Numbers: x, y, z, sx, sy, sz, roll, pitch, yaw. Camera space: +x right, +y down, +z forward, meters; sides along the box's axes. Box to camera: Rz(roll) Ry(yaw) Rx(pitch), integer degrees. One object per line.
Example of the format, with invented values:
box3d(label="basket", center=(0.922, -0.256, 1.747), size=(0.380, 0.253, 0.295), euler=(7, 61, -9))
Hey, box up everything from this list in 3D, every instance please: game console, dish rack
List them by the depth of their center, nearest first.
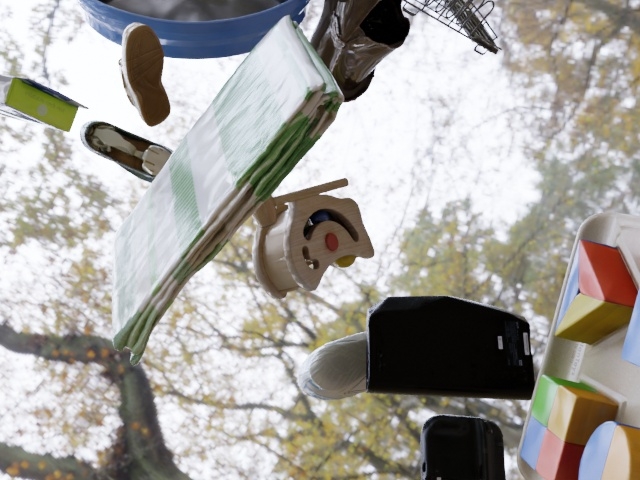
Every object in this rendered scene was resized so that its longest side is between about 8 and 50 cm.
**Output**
box3d(label="game console", center=(0.160, 0.235, 1.124), size=(0.044, 0.213, 0.361), euler=(96, 177, -60))
box3d(label="dish rack", center=(0.140, -0.351, 1.178), size=(0.272, 0.208, 0.074), euler=(16, -51, -44))

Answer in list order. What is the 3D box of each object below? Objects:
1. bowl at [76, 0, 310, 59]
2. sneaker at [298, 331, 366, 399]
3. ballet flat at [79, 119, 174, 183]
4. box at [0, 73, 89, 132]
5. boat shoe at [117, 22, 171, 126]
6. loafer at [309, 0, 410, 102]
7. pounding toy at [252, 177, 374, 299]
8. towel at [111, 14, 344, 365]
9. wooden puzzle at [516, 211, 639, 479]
box3d(label="bowl", center=(-0.198, -0.410, 1.436), size=(0.391, 0.391, 0.077), euler=(-32, -36, -33))
box3d(label="sneaker", center=(0.078, 0.165, 1.261), size=(0.237, 0.086, 0.085), euler=(-8, -103, -24))
box3d(label="ballet flat", center=(-0.295, -0.139, 1.452), size=(0.189, 0.070, 0.070), euler=(20, -89, -11))
box3d(label="box", center=(-0.401, -0.185, 1.182), size=(0.109, 0.178, 0.042), euler=(24, -97, -55))
box3d(label="boat shoe", center=(-0.250, -0.231, 1.246), size=(0.063, 0.059, 0.170), euler=(-35, -31, -26))
box3d(label="loafer", center=(0.069, -0.339, 1.490), size=(0.134, 0.130, 0.366), euler=(-35, -21, -22))
box3d(label="pounding toy", center=(0.000, 0.000, 1.357), size=(0.270, 0.155, 0.154), euler=(5, -107, -52))
box3d(label="towel", center=(-0.107, -0.061, 0.900), size=(0.038, 0.248, 0.325), euler=(31, -71, -26))
box3d(label="wooden puzzle", center=(0.289, 0.133, 0.862), size=(0.081, 0.348, 0.322), euler=(14, -87, -13))
